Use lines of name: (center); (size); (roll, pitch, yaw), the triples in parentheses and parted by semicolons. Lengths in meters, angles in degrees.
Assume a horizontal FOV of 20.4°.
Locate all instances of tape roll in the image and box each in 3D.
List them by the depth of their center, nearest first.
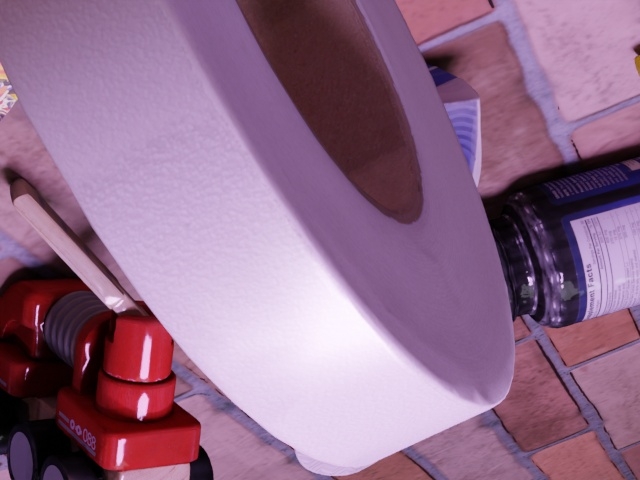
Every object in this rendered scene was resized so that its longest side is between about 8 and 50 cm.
tape roll: (-0.032, -0.089, 0.800); (0.072, 0.392, 0.392); (-27, 154, 16)

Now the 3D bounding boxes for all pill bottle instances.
pill bottle: (0.226, 0.003, 1.492); (0.219, 0.123, 0.123); (-15, 155, -8)

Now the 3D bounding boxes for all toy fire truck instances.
toy fire truck: (-0.181, 0.067, 1.305); (0.158, 0.217, 0.246); (-2, 109, -32)

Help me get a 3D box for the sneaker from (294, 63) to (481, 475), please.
sneaker: (0.000, 0.001, 1.330); (0.127, 0.182, 0.315); (-6, 123, -31)

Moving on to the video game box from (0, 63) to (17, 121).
video game box: (-0.277, -0.092, 1.024); (0.205, 0.048, 0.187); (1, 151, -37)

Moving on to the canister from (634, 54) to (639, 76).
canister: (0.338, -0.142, 1.333); (0.170, 0.073, 0.126); (-32, 152, 22)
